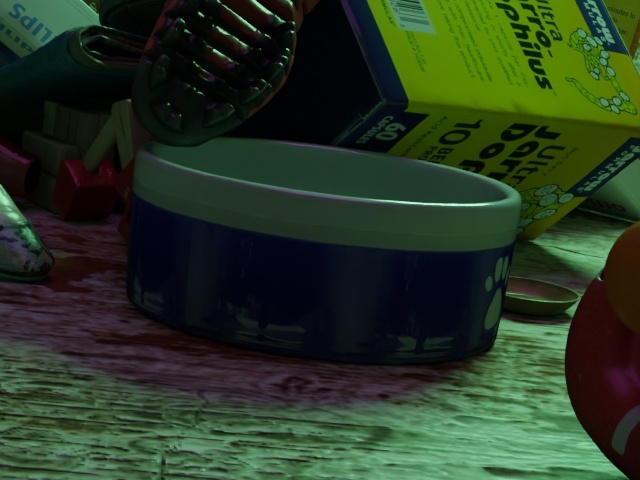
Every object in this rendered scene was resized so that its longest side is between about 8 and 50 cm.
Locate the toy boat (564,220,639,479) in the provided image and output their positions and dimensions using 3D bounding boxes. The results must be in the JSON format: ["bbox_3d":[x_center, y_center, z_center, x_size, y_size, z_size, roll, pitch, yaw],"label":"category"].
[{"bbox_3d":[0.190,0.046,0.737,0.151,0.151,0.231,45,-5,-21],"label":"toy boat"}]

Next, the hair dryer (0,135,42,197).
[{"bbox_3d":[-0.374,-0.076,1.295,0.294,0.080,0.223,9,12,-28],"label":"hair dryer"}]

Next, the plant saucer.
[{"bbox_3d":[0.156,0.043,1.199,0.083,0.015,0.083,7,11,-1],"label":"plant saucer"}]

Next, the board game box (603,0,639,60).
[{"bbox_3d":[0.189,-0.298,1.998,0.357,0.356,0.356,15,9,-8],"label":"board game box"}]

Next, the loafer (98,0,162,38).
[{"bbox_3d":[-0.069,-0.234,1.406,0.268,0.084,0.096,-7,-27,-11],"label":"loafer"}]

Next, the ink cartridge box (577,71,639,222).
[{"bbox_3d":[0.247,-0.147,1.689,0.197,0.114,0.273,18,-17,46],"label":"ink cartridge box"}]

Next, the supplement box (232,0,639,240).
[{"bbox_3d":[0.095,-0.130,1.374,0.357,0.195,0.194,1,-32,-41],"label":"supplement box"}]

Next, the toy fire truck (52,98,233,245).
[{"bbox_3d":[-0.144,-0.066,1.253,0.047,0.192,0.135,-2,42,-38],"label":"toy fire truck"}]

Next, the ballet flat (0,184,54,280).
[{"bbox_3d":[-0.260,-0.021,1.128,0.188,0.070,0.070,16,13,38],"label":"ballet flat"}]

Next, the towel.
[{"bbox_3d":[-0.219,-0.136,1.511,0.271,0.040,0.370,3,-9,-40],"label":"towel"}]

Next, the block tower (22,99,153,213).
[{"bbox_3d":[-0.100,-0.072,1.449,0.335,0.091,0.097,0,13,-32],"label":"block tower"}]

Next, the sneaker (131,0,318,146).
[{"bbox_3d":[-0.074,-0.149,1.147,0.098,0.135,0.276,37,46,-14],"label":"sneaker"}]

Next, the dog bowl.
[{"bbox_3d":[0.000,0.000,1.080,0.265,0.104,0.265,7,10,-1],"label":"dog bowl"}]

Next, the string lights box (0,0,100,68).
[{"bbox_3d":[-0.317,-0.199,1.637,0.133,0.076,0.260,42,-22,-13],"label":"string lights box"}]
